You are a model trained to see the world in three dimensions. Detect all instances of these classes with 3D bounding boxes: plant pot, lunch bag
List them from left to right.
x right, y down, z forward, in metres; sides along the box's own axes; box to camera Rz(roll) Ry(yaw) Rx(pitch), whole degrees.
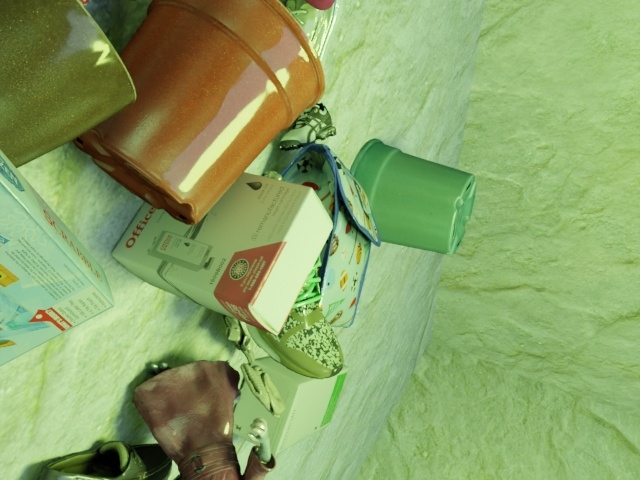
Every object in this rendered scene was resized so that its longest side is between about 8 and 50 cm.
[{"bbox_3d":[-0.336,-0.143,0.485,0.230,0.215,0.215,-47,149,-16],"label":"plant pot"},{"bbox_3d":[-0.176,-0.182,0.724,0.265,0.272,0.272,-57,153,-15],"label":"plant pot"},{"bbox_3d":[0.000,0.000,1.228,0.328,0.239,0.385,31,72,-69],"label":"lunch bag"},{"bbox_3d":[0.287,-0.119,1.643,0.341,0.334,0.341,-43,142,-47],"label":"plant pot"}]

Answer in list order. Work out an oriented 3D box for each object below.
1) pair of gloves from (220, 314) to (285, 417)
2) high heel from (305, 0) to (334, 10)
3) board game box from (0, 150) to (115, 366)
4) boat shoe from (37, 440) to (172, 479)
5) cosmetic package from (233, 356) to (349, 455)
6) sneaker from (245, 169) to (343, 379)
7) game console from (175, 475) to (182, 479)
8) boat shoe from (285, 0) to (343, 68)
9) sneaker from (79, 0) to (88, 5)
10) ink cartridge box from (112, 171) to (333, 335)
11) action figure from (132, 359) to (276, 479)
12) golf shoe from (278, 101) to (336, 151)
[{"bbox_3d":[-0.143,0.256,1.115,0.042,0.240,0.204,-28,144,-7],"label":"pair of gloves"},{"bbox_3d":[-0.082,-0.509,0.828,0.377,0.127,0.181,56,44,-40],"label":"high heel"},{"bbox_3d":[-0.391,0.028,0.422,0.318,0.066,0.318,-28,142,-11],"label":"board game box"},{"bbox_3d":[-0.353,0.392,0.896,0.285,0.103,0.092,12,99,-60],"label":"boat shoe"},{"bbox_3d":[-0.073,0.430,1.456,0.365,0.155,0.196,11,98,-67],"label":"cosmetic package"},{"bbox_3d":[-0.059,0.052,0.945,0.158,0.410,0.182,-20,167,-48],"label":"sneaker"},{"bbox_3d":[-0.381,0.638,1.073,0.361,0.044,0.213,-34,137,-54],"label":"game console"},{"bbox_3d":[-0.030,-0.420,1.043,0.094,0.109,0.302,-27,132,-56],"label":"boat shoe"},{"bbox_3d":[-0.279,-0.311,0.654,0.118,0.042,0.067,11,92,-58],"label":"sneaker"},{"bbox_3d":[-0.156,0.000,0.835,0.207,0.283,0.117,-64,151,-20],"label":"ink cartridge box"},{"bbox_3d":[-0.214,0.404,0.944,0.248,0.370,0.275,-15,148,-16],"label":"action figure"},{"bbox_3d":[-0.039,-0.259,1.190,0.198,0.077,0.093,-40,123,-53],"label":"golf shoe"}]
